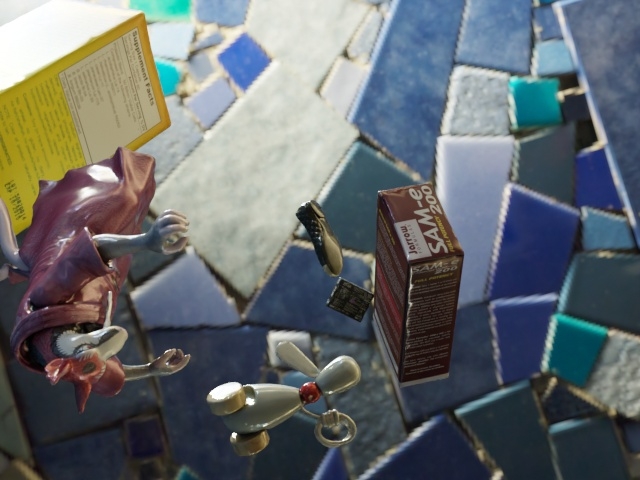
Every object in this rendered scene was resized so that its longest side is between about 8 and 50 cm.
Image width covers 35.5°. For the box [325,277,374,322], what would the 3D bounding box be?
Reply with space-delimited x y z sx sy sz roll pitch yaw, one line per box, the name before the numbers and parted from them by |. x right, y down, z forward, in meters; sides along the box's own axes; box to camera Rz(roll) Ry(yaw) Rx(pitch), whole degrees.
box | 0.062 0.124 2.086 0.067 0.083 0.018 -63 18 2

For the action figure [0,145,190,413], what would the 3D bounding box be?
action figure | -0.274 0.036 1.080 0.370 0.276 0.248 -95 11 -59

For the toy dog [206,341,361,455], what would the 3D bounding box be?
toy dog | -0.087 0.337 2.194 0.161 0.334 0.220 -126 35 -66

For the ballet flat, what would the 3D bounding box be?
ballet flat | 0.000 0.000 1.888 0.057 0.049 0.173 13 -135 -42

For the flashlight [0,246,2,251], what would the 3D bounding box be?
flashlight | -0.627 -0.008 1.838 0.103 0.304 0.103 38 179 36

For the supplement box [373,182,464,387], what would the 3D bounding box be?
supplement box | 0.119 0.060 1.264 0.239 0.073 0.130 88 167 -46

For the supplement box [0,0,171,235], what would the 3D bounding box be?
supplement box | -0.415 -0.183 1.432 0.356 0.195 0.194 -43 -43 -39
